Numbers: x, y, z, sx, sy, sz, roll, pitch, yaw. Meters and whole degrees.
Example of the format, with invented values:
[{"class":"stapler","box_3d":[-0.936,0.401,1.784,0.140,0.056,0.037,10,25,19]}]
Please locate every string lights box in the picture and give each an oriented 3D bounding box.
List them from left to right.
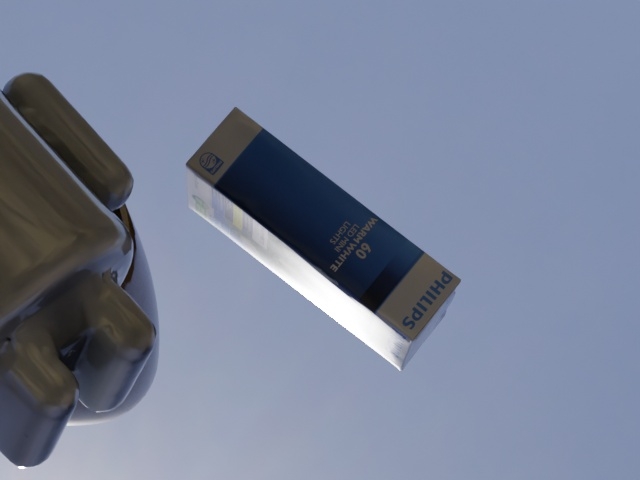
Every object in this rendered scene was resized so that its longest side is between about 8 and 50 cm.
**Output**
[{"class":"string lights box","box_3d":[0.000,0.000,1.732,0.260,0.133,0.077,38,-104,8]}]

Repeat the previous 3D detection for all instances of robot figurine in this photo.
[{"class":"robot figurine","box_3d":[-0.273,-0.011,1.315,0.353,0.200,0.300,48,-128,10]}]

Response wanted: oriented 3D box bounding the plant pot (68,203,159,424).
[{"class":"plant pot","box_3d":[-0.236,0.064,1.651,0.237,0.237,0.254,54,179,28]}]
